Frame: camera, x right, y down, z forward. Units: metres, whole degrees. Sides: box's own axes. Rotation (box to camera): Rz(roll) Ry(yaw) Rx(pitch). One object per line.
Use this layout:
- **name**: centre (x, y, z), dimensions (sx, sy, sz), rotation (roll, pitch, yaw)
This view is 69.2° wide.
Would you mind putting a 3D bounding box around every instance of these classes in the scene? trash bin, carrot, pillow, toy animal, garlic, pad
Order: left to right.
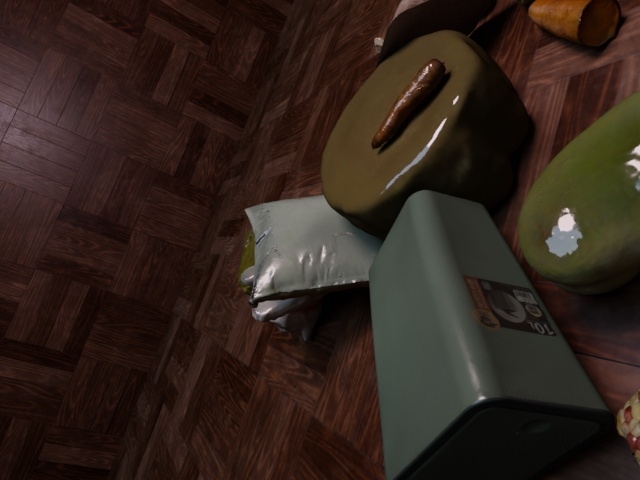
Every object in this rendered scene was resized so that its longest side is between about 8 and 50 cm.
- **toy animal**: centre (-0.051, 0.072, 1.119), dimensions (0.266, 0.188, 0.308), rotation (-34, 40, -4)
- **pillow**: centre (0.000, 0.000, 0.966), dimensions (0.312, 0.310, 0.119), rotation (-103, 3, -48)
- **carrot**: centre (0.128, -0.204, 0.706), dimensions (0.165, 0.036, 0.035), rotation (-48, 30, 27)
- **garlic**: centre (0.216, -0.541, 1.141), dimensions (0.090, 0.129, 0.198), rotation (-170, 100, -80)
- **pad**: centre (0.224, -0.413, 0.897), dimensions (0.002, 0.266, 0.176), rotation (58, 166, 14)
- **trash bin**: centre (0.166, 0.116, 0.603), dimensions (0.343, 0.158, 0.222), rotation (-95, 22, -47)
- **carrot**: centre (0.383, -0.363, 0.739), dimensions (0.072, 0.072, 0.205), rotation (-54, 25, 24)

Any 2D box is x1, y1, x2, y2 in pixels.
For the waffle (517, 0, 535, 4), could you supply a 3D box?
- **waffle**: centre (0.428, -0.557, 0.828), dimensions (0.307, 0.060, 0.311), rotation (-5, 63, 63)

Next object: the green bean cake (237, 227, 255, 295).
- **green bean cake**: centre (-0.136, 0.034, 1.343), dimensions (0.233, 0.124, 0.236), rotation (-39, 36, 44)

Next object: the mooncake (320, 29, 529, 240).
- **mooncake**: centre (0.180, -0.170, 0.835), dimensions (0.378, 0.201, 0.378), rotation (-39, 36, 36)

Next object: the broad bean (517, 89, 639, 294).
- **broad bean**: centre (0.342, -0.058, 0.523), dimensions (0.263, 0.121, 0.189), rotation (-47, 34, 14)

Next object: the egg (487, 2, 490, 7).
- **egg**: centre (0.323, -0.509, 0.976), dimensions (0.071, 0.071, 0.083), rotation (-55, 32, 22)

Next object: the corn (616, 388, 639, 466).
- **corn**: centre (0.364, 0.090, 0.357), dimensions (0.289, 0.098, 0.098), rotation (-56, 27, 23)
